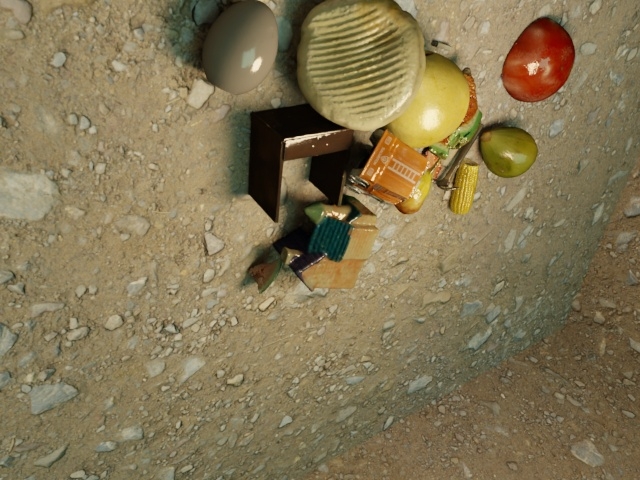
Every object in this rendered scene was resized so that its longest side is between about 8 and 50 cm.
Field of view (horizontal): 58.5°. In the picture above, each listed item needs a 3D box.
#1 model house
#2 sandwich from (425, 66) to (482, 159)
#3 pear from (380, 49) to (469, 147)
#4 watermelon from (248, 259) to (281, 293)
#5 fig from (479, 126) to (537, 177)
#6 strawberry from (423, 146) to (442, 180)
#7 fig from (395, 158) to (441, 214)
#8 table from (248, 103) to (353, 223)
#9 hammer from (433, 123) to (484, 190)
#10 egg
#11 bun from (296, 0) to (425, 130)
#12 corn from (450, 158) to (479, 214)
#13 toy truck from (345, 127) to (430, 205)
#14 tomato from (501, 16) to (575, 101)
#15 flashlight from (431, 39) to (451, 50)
[{"bbox_3d":[0.000,0.000,1.932,0.280,0.245,0.312,2,120,-32],"label":"model house"},{"bbox_3d":[0.476,-0.442,1.973,0.250,0.162,0.301,-55,155,-61],"label":"sandwich"},{"bbox_3d":[0.307,-0.434,1.768,0.309,0.309,0.309,-23,134,-25],"label":"pear"},{"bbox_3d":[-0.183,0.121,1.938,0.155,0.101,0.080,-27,123,22],"label":"watermelon"},{"bbox_3d":[0.739,-0.353,2.290,0.230,0.207,0.207,-4,127,-15],"label":"fig"},{"bbox_3d":[0.412,-0.288,2.181,0.104,0.048,0.152,-15,117,-22],"label":"strawberry"},{"bbox_3d":[0.355,-0.217,2.086,0.159,0.159,0.257,14,127,-46],"label":"fig"},{"bbox_3d":[-0.063,-0.234,1.708,0.251,0.196,0.282,-16,132,-32],"label":"table"},{"bbox_3d":[0.554,-0.331,2.251,0.297,0.125,0.027,-60,173,3],"label":"hammer"},{"bbox_3d":[-0.195,-0.479,1.411,0.176,0.176,0.231,14,104,-45],"label":"egg"},{"bbox_3d":[0.110,-0.485,1.574,0.365,0.365,0.219,-63,179,18],"label":"bun"},{"bbox_3d":[0.593,-0.218,2.354,0.093,0.093,0.244,-21,133,-26],"label":"corn"},{"bbox_3d":[0.208,-0.210,1.810,0.173,0.207,0.387,-60,-179,-1],"label":"toy truck"},{"bbox_3d":[0.859,-0.669,2.178,0.338,0.144,0.338,-25,136,-27],"label":"tomato"},{"bbox_3d":[0.402,-0.647,1.899,0.083,0.018,0.018,-1,124,-39],"label":"flashlight"}]
